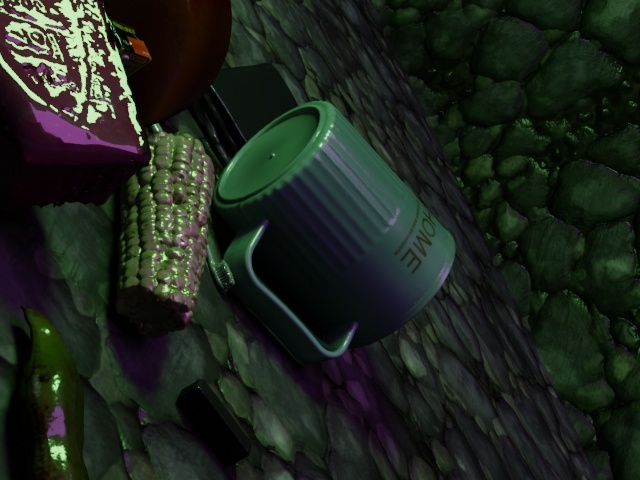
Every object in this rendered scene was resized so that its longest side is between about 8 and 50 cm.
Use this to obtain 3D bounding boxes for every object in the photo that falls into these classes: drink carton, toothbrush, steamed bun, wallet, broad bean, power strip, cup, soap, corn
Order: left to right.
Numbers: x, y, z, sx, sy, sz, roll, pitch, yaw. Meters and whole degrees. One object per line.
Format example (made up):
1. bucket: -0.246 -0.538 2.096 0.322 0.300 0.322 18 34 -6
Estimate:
1. soap: -0.329 -0.193 1.294 0.220 0.127 0.325 1 55 -41
2. broad bean: -0.247 0.193 1.109 0.077 0.061 0.339 48 21 -52
3. drink carton: -0.292 -0.199 1.441 0.056 0.166 0.071 63 19 11
4. steamed bun: -0.271 -0.347 1.602 0.379 0.248 0.235 58 19 -3
5. corn: -0.192 -0.011 1.491 0.126 0.127 0.335 46 24 -35
6. toothbrush: -0.188 -0.055 1.716 0.021 0.024 0.288 11 50 -63
7. power strip: -0.126 0.219 1.426 0.111 0.038 0.029 56 17 -14
8. wallet: -0.107 -0.207 2.115 0.228 0.062 0.406 58 17 0
9. cup: -0.007 -0.005 1.841 0.311 0.331 0.257 48 -13 -24
